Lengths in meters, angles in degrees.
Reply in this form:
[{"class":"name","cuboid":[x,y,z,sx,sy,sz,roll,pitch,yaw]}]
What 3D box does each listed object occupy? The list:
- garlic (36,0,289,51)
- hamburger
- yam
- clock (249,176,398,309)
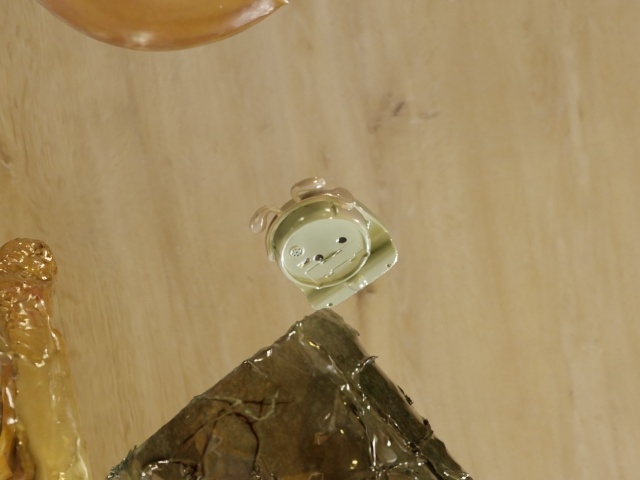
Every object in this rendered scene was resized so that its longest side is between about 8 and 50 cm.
[{"class":"garlic","cuboid":[-0.044,-0.193,0.435,0.191,0.214,0.160,31,50,-39]},{"class":"hamburger","cuboid":[-0.210,0.097,0.653,0.124,0.131,0.262,-6,48,-20]},{"class":"yam","cuboid":[0.031,0.226,0.747,0.241,0.241,0.348,-38,78,-10]},{"class":"clock","cuboid":[0.000,0.000,1.450,0.151,0.062,0.191,-35,128,15]}]
